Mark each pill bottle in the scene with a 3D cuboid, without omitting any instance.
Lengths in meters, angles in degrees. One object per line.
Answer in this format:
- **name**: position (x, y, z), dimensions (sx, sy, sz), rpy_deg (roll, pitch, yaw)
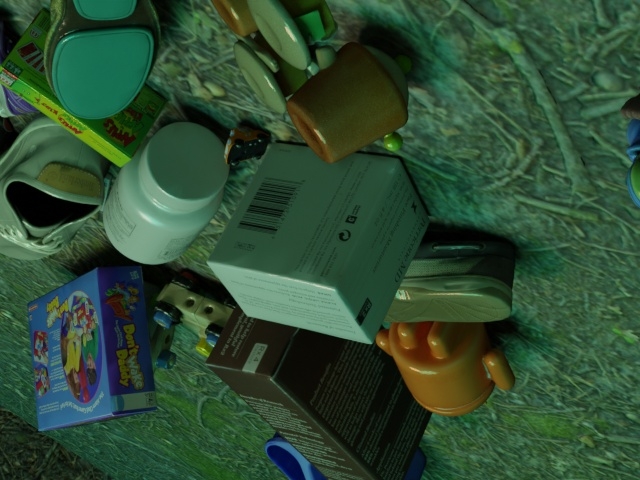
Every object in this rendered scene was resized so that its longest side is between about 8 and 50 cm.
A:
- **pill bottle**: position (-0.193, -0.061, 1.419), dimensions (0.131, 0.131, 0.229), rpy_deg (31, 155, -9)

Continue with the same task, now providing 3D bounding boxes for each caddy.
- **caddy**: position (0.044, 0.417, 2.044), dimensions (0.241, 0.179, 0.341), rpy_deg (10, 150, 35)

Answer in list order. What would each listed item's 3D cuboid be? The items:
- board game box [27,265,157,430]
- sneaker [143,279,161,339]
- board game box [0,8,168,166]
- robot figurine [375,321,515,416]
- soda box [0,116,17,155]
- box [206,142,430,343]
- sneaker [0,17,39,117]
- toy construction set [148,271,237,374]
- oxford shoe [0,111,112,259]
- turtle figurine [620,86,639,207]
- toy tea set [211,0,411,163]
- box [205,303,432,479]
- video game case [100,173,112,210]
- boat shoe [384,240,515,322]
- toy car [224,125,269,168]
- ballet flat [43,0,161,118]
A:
- **board game box**: position (-0.392, 0.189, 1.885), dimensions (0.078, 0.233, 0.347), rpy_deg (-2, 169, -33)
- **sneaker**: position (-0.371, 0.121, 1.987), dimensions (0.161, 0.102, 0.282), rpy_deg (30, 154, 6)
- **board game box**: position (-0.282, -0.179, 1.327), dimensions (0.181, 0.092, 0.043), rpy_deg (36, 155, -18)
- **robot figurine**: position (0.162, 0.150, 1.479), dimensions (0.158, 0.128, 0.219), rpy_deg (-19, 142, 6)
- **soda box**: position (-0.482, -0.158, 1.604), dimensions (0.053, 0.060, 0.169), rpy_deg (22, 156, 14)
- **box**: position (0.000, 0.000, 1.284), dimensions (0.182, 0.181, 0.119), rpy_deg (10, 151, 32)
- **sneaker**: position (-0.383, -0.222, 1.403), dimensions (0.071, 0.068, 0.170), rpy_deg (-2, 149, 2)
- **toy construction set**: position (-0.170, 0.167, 1.835), dimensions (0.328, 0.151, 0.215), rpy_deg (7, 150, 16)
- **oxford shoe**: position (-0.404, -0.043, 1.592), dimensions (0.169, 0.130, 0.449), rpy_deg (14, 156, -23)
- **turtle figurine**: position (0.369, -0.029, 0.857), dimensions (0.198, 0.274, 0.266), rpy_deg (-1, 160, -23)
- **toy tea set**: position (-0.012, -0.215, 1.013), dimensions (0.200, 0.124, 0.336), rpy_deg (48, 170, 30)
- **box**: position (0.014, 0.211, 1.664), dimensions (0.143, 0.191, 0.381), rpy_deg (7, 148, 37)
- **video game case**: position (-0.354, -0.090, 1.666), dimensions (0.087, 0.011, 0.122), rpy_deg (30, 155, -3)
- **boat shoe**: position (0.109, 0.040, 1.358), dimensions (0.285, 0.092, 0.103), rpy_deg (0, 148, 40)
- **toy car**: position (-0.092, -0.094, 1.350), dimensions (0.040, 0.060, 0.122), rpy_deg (51, 159, 28)
- **ballet flat**: position (-0.218, -0.248, 1.112), dimensions (0.123, 0.123, 0.348), rpy_deg (27, 155, 1)
